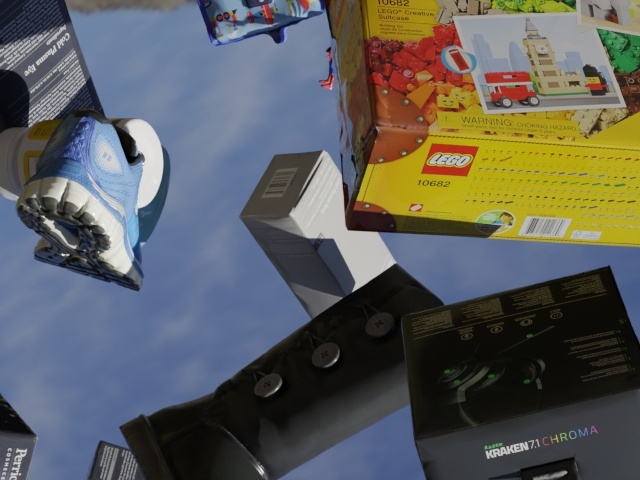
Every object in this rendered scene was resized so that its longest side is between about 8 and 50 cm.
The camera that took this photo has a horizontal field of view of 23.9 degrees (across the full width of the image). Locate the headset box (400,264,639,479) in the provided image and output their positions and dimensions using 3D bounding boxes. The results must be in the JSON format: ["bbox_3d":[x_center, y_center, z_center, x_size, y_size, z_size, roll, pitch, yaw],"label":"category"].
[{"bbox_3d":[0.223,0.168,1.592,0.246,0.131,0.283,-15,-156,5],"label":"headset box"}]

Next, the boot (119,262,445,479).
[{"bbox_3d":[0.006,0.245,1.892,0.445,0.146,0.367,-27,-137,-10],"label":"boot"}]

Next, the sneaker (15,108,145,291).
[{"bbox_3d":[-0.233,-0.044,1.616,0.330,0.129,0.147,107,1,-73],"label":"sneaker"}]

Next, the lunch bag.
[{"bbox_3d":[-0.107,-0.464,2.485,0.221,0.293,0.138,-14,-175,21],"label":"lunch bag"}]

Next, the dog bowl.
[{"bbox_3d":[-0.323,-0.079,2.273,0.297,0.074,0.166,14,-93,61],"label":"dog bowl"}]

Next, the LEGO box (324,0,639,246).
[{"bbox_3d":[0.272,-0.199,1.792,0.500,0.193,0.373,3,-125,-11],"label":"LEGO box"}]

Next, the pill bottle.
[{"bbox_3d":[-0.324,-0.102,1.999,0.208,0.119,0.119,2,-147,27],"label":"pill bottle"}]

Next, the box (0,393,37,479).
[{"bbox_3d":[-0.522,0.320,1.768,0.294,0.296,0.182,10,-170,-33],"label":"box"}]

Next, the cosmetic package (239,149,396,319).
[{"bbox_3d":[0.000,0.000,2.123,0.107,0.238,0.127,-3,-132,38],"label":"cosmetic package"}]

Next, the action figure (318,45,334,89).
[{"bbox_3d":[0.023,-0.303,2.440,0.038,0.030,0.115,-98,-153,-67],"label":"action figure"}]

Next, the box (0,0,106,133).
[{"bbox_3d":[-0.520,-0.280,2.159,0.343,0.312,0.179,21,-125,30],"label":"box"}]

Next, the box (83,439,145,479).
[{"bbox_3d":[-0.308,0.421,2.431,0.093,0.158,0.156,-81,-167,-49],"label":"box"}]
